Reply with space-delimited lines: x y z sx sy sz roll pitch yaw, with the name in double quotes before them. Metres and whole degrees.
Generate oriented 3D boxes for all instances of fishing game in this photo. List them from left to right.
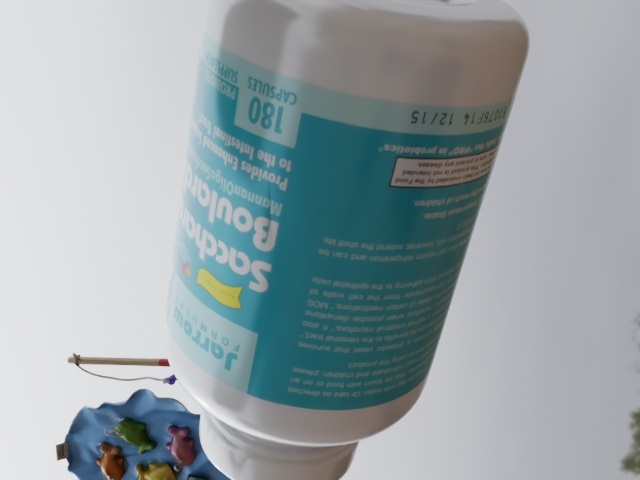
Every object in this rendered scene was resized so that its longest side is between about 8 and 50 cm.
"fishing game" -0.172 0.229 0.818 0.041 0.189 0.264 -71 -19 -62

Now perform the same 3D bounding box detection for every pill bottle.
"pill bottle" 0.000 0.000 0.417 0.146 0.146 0.264 -30 -42 -54
